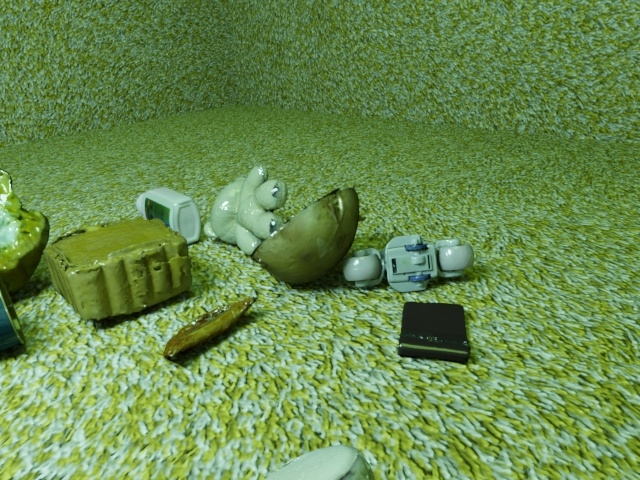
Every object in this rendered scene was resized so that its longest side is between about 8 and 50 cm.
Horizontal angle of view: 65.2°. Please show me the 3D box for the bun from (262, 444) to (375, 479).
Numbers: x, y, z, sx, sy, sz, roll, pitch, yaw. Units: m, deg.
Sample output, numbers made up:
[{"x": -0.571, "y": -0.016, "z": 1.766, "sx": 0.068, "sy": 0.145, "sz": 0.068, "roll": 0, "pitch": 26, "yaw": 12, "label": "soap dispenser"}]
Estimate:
[{"x": -0.006, "y": 0.264, "z": 0.471, "sx": 0.138, "sy": 0.094, "sz": 0.138, "roll": -22, "pitch": -4, "yaw": -2, "label": "bun"}]

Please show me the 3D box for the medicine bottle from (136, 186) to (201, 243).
[{"x": -0.380, "y": -0.068, "z": 1.236, "sx": 0.078, "sy": 0.115, "sz": 0.219, "roll": -24, "pitch": 31, "yaw": -38, "label": "medicine bottle"}]

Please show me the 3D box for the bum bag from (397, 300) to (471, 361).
[{"x": 0.184, "y": 0.140, "z": 0.813, "sx": 0.109, "sy": 0.026, "sz": 0.159, "roll": 2, "pitch": 24, "yaw": 11, "label": "bum bag"}]

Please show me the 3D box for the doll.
[{"x": -0.141, "y": -0.057, "z": 1.114, "sx": 0.278, "sy": 0.149, "sz": 0.175, "roll": 7, "pitch": 60, "yaw": 58, "label": "doll"}]

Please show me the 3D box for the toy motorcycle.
[{"x": 0.168, "y": 0.042, "z": 0.972, "sx": 0.254, "sy": 0.112, "sz": 0.112, "roll": -6, "pitch": 24, "yaw": -2, "label": "toy motorcycle"}]

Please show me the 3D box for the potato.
[{"x": 0.000, "y": 0.000, "z": 0.980, "sx": 0.239, "sy": 0.116, "sz": 0.299, "roll": -42, "pitch": -4, "yaw": 10, "label": "potato"}]

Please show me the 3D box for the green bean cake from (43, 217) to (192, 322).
[{"x": -0.378, "y": 0.049, "z": 0.951, "sx": 0.224, "sy": 0.131, "sz": 0.229, "roll": -18, "pitch": 25, "yaw": -36, "label": "green bean cake"}]

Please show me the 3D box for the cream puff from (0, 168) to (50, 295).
[{"x": -0.707, "y": 0.018, "z": 0.927, "sx": 0.274, "sy": 0.270, "sz": 0.323, "roll": -12, "pitch": 6, "yaw": 28, "label": "cream puff"}]

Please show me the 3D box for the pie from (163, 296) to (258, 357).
[{"x": -0.191, "y": 0.145, "z": 0.832, "sx": 0.088, "sy": 0.033, "sz": 0.191, "roll": -3, "pitch": 19, "yaw": 41, "label": "pie"}]

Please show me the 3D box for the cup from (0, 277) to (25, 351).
[{"x": -0.579, "y": 0.136, "z": 0.801, "sx": 0.155, "sy": 0.131, "sz": 0.176, "roll": -21, "pitch": 0, "yaw": -29, "label": "cup"}]
